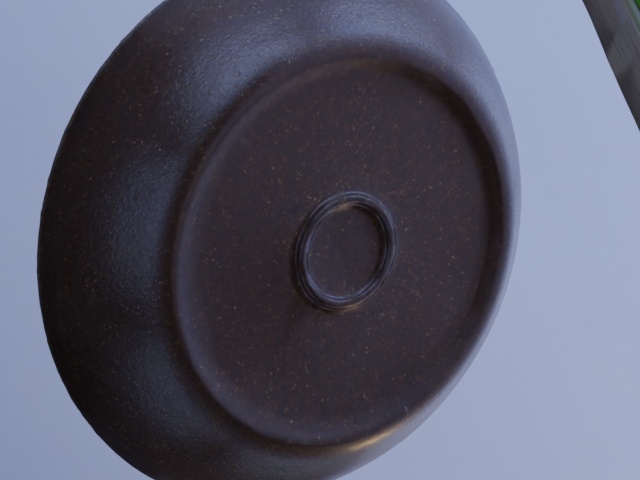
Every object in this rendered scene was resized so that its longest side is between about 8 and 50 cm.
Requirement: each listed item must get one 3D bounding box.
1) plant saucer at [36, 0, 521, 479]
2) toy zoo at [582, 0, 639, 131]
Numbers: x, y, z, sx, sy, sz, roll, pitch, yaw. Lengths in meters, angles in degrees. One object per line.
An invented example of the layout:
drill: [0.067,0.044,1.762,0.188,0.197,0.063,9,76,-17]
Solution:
plant saucer: [0.000,0.000,0.683,0.036,0.198,0.198,21,-30,52]
toy zoo: [0.112,-0.171,0.396,0.192,0.030,0.293,-103,-154,-46]
